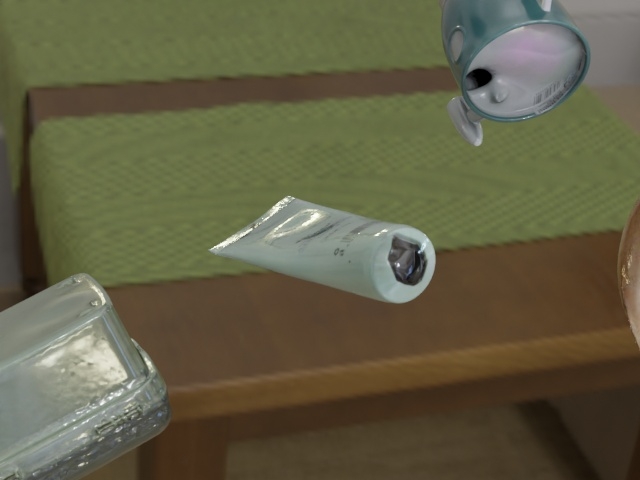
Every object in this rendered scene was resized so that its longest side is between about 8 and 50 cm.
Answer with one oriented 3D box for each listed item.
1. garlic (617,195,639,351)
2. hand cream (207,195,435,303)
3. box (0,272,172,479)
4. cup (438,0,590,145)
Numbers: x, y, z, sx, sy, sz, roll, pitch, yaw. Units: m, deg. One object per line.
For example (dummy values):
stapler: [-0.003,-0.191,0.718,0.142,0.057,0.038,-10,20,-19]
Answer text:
garlic: [0.320,0.010,1.162,0.128,0.207,0.115,38,8,32]
hand cream: [0.000,0.000,1.335,0.109,0.067,0.320,-36,24,-20]
box: [-0.241,0.131,1.147,0.210,0.129,0.148,-27,22,-13]
cup: [0.222,-0.259,1.700,0.167,0.300,0.173,1,45,-25]
